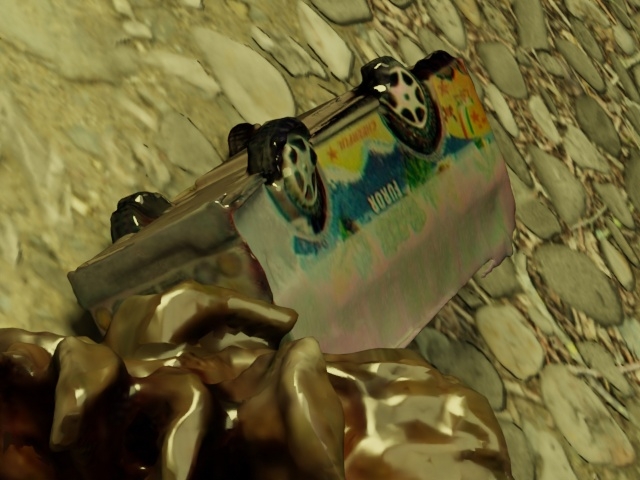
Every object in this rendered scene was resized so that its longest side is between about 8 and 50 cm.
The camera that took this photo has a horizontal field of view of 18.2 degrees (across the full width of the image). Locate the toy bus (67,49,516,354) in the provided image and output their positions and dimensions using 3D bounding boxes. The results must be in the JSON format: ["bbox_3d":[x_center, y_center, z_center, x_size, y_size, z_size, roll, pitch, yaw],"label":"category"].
[{"bbox_3d":[0.000,0.000,0.987,0.138,0.112,0.317,62,28,-7],"label":"toy bus"}]

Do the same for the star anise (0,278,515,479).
[{"bbox_3d":[-0.056,0.064,0.715,0.220,0.214,0.099,11,81,-35],"label":"star anise"}]
